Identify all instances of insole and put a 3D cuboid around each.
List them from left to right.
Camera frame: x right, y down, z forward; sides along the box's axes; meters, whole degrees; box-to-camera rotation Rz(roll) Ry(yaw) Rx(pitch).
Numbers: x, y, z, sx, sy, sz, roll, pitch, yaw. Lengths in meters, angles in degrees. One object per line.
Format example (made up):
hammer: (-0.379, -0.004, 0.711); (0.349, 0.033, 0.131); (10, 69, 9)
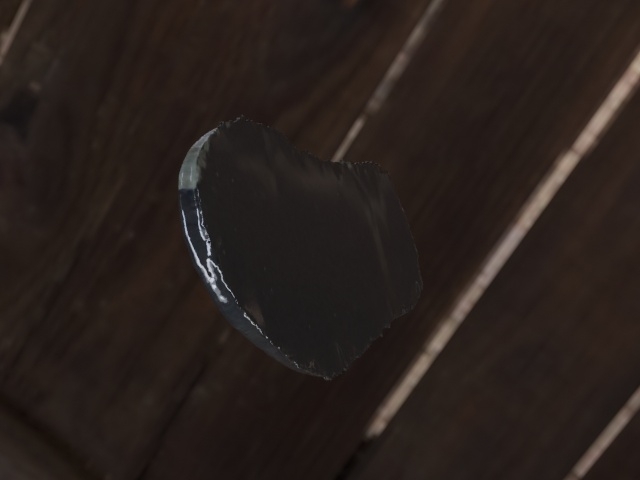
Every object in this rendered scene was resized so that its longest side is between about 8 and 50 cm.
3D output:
insole: (0.000, 0.000, 0.843); (0.309, 0.012, 0.110); (-15, 87, -75)
